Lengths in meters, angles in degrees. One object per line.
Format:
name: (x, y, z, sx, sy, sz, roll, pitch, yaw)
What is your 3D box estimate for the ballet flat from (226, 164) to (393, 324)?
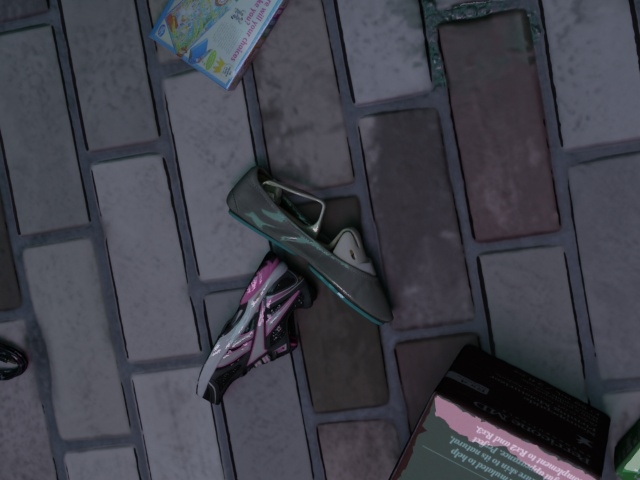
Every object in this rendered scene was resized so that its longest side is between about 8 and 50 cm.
ballet flat: (0.000, 0.000, 1.329, 0.213, 0.072, 0.068, 37, 101, 8)

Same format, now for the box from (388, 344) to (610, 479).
box: (0.163, 0.226, 1.248, 0.169, 0.203, 0.167, 27, 103, 9)

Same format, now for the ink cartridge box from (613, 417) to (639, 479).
ink cartridge box: (0.401, 0.176, 1.236, 0.153, 0.087, 0.208, 37, 104, 7)

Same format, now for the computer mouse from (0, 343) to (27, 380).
computer mouse: (-0.439, 0.096, 1.482, 0.242, 0.041, 0.071, 25, 112, 4)

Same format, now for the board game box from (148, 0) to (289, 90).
board game box: (-0.093, -0.245, 1.341, 0.103, 0.026, 0.154, 36, 105, 8)

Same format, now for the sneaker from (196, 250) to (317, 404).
sneaker: (-0.065, 0.105, 1.364, 0.077, 0.072, 0.178, 30, 110, -2)
